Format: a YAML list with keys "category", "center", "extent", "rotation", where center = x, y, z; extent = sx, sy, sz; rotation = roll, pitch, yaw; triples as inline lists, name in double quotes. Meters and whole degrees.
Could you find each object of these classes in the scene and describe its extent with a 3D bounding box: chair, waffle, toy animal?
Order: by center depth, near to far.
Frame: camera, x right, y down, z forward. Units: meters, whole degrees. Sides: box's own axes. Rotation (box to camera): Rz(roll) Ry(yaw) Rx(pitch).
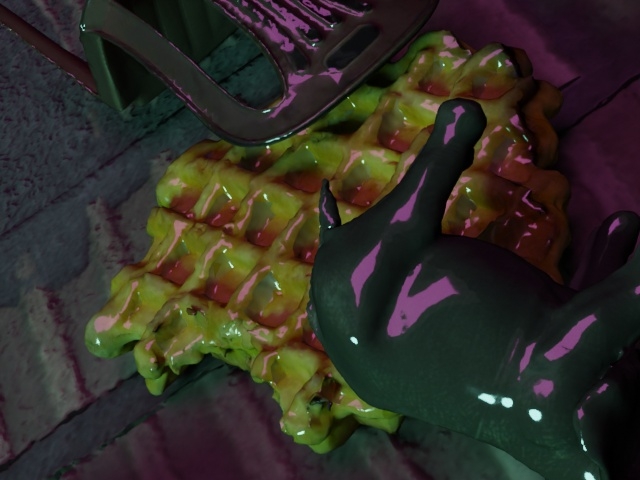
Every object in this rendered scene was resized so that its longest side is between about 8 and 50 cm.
- category: "toy animal"
  center: [0.107, 0.041, 0.607]
  extent: [0.245, 0.114, 0.146]
  rotation: [20, 72, 23]
- category: "waffle"
  center: [0.008, -0.001, 0.767]
  extent: [0.300, 0.058, 0.282]
  rotation: [-7, 49, 31]
- category: "chair"
  center: [-0.082, -0.163, 0.903]
  extent: [0.326, 0.183, 0.175]
  rotation: [42, 71, 18]
